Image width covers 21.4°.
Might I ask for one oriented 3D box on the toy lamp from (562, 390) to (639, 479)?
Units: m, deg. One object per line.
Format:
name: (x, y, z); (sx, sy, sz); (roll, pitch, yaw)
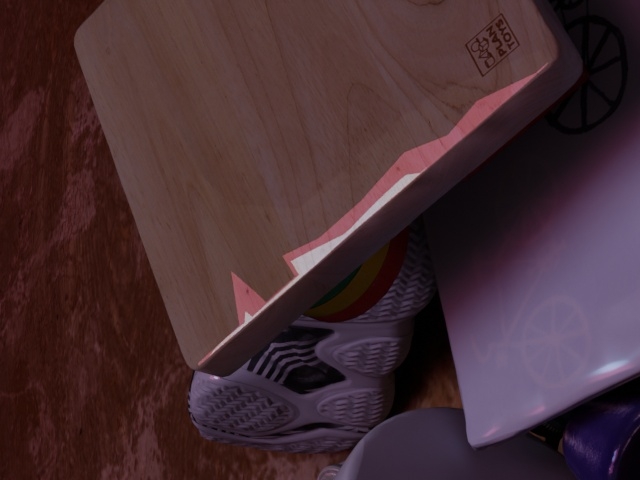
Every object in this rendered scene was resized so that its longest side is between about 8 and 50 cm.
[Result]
toy lamp: (0.206, 0.130, 0.777); (0.275, 0.080, 0.080); (27, 110, 62)

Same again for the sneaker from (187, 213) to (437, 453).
sneaker: (0.000, 0.000, 1.160); (0.366, 0.137, 0.210); (114, 165, -57)

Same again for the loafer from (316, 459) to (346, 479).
loafer: (0.013, 0.214, 1.203); (0.045, 0.039, 0.125); (20, 110, 29)

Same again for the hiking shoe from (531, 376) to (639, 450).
hiking shoe: (0.105, 0.017, 0.987); (0.114, 0.086, 0.227); (-56, 39, 39)

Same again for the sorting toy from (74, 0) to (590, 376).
sorting toy: (0.008, -0.091, 0.920); (0.255, 0.089, 0.257); (-41, 51, 23)

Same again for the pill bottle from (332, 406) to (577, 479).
pill bottle: (0.024, 0.272, 0.977); (0.361, 0.204, 0.204); (-62, 35, 38)

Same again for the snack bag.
snack bag: (0.166, -0.083, 0.854); (0.342, 0.037, 0.323); (-34, 56, 39)
